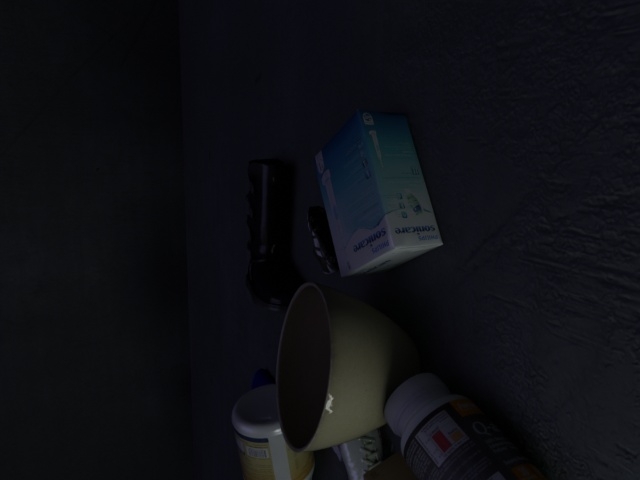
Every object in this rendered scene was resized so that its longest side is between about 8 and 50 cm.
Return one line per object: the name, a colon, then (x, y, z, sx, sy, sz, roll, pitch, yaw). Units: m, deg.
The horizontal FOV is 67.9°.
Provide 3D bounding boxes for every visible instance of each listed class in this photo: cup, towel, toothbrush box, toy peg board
cup: (0.065, 0.267, 0.999, 0.331, 0.237, 0.331, -170, 90, -71)
towel: (-0.183, 0.638, 1.739, 0.308, 0.076, 0.227, 26, 118, 58)
toothbrush box: (0.110, -0.091, 1.012, 0.216, 0.126, 0.295, -38, 61, 57)
toy peg board: (0.197, 0.486, 0.920, 0.161, 0.161, 0.079, 14, 121, 61)

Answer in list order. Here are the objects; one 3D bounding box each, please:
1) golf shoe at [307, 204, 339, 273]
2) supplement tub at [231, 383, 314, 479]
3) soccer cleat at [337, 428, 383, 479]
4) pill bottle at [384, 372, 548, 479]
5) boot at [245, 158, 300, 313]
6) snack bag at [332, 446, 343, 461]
golf shoe: (0.000, 0.000, 1.290, 0.094, 0.077, 0.198, -54, 46, 51)
supplement tub: (-0.139, 0.633, 1.465, 0.228, 0.228, 0.316, 26, 126, 59)
soccer cleat: (0.116, 0.537, 1.112, 0.143, 0.116, 0.331, -175, 73, -72)
pill bottle: (0.237, 0.366, 0.804, 0.278, 0.162, 0.162, 46, 133, 50)
boot: (-0.145, -0.029, 1.508, 0.367, 0.146, 0.445, 25, 112, 58)
snack bag: (0.007, 0.403, 1.385, 0.342, 0.037, 0.323, 42, 131, 53)
